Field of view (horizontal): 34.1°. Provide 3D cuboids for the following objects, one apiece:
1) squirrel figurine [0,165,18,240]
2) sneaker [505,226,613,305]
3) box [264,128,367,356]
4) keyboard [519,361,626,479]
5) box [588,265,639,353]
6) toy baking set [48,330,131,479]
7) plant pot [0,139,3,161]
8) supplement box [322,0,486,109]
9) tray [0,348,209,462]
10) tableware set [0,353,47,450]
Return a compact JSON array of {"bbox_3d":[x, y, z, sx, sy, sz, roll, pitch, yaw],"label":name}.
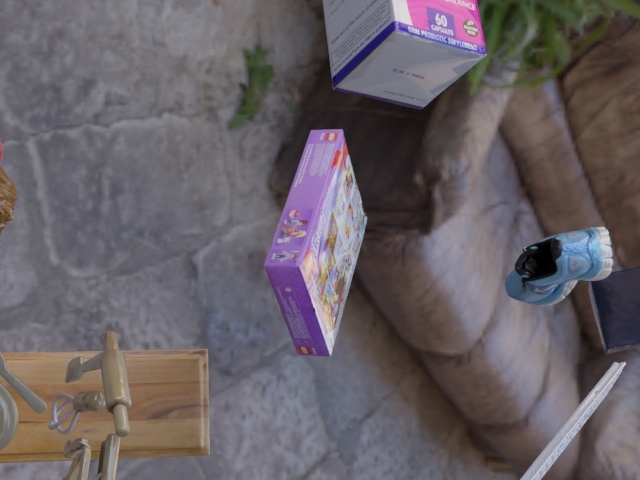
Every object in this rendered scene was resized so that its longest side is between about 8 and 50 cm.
[{"bbox_3d":[-0.526,-0.009,1.052,0.370,0.281,0.397,-38,167,-1],"label":"squirrel figurine"},{"bbox_3d":[0.220,0.022,1.035,0.073,0.162,0.063,2,71,-16],"label":"sneaker"},{"bbox_3d":[0.000,0.000,1.584,0.201,0.057,0.293,73,25,-43],"label":"box"},{"bbox_3d":[0.240,0.224,1.080,0.256,0.014,0.072,-42,151,-29],"label":"keyboard"},{"bbox_3d":[0.411,0.076,1.257,0.156,0.158,0.093,28,49,-74],"label":"box"},{"bbox_3d":[-0.293,0.213,1.295,0.030,0.197,0.256,19,35,-31],"label":"toy baking set"},{"bbox_3d":[-0.611,-0.221,1.516,0.275,0.275,0.243,22,53,-58],"label":"plant pot"},{"bbox_3d":[0.073,-0.260,1.034,0.111,0.114,0.220,7,63,-31],"label":"supplement box"},{"bbox_3d":[-0.418,0.311,1.964,0.076,0.411,0.202,137,-48,-73],"label":"tray"},{"bbox_3d":[-0.353,0.116,0.948,0.194,0.128,0.039,49,9,-12],"label":"tableware set"}]
